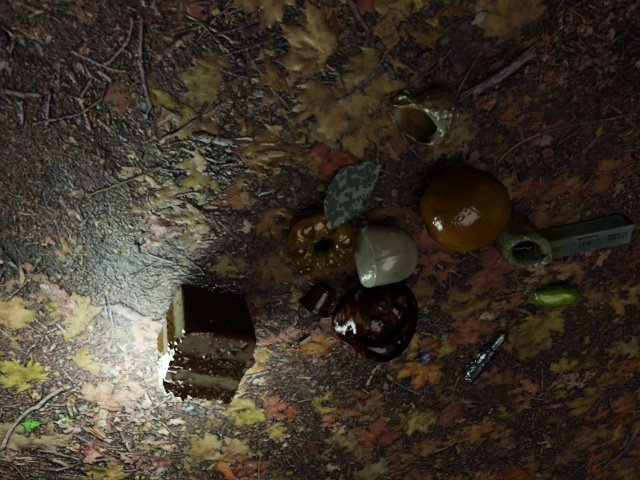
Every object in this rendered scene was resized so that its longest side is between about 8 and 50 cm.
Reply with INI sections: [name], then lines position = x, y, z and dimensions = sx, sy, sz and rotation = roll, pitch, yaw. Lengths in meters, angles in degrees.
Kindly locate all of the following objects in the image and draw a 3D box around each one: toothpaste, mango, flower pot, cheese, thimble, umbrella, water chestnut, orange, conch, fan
[toothpaste]
position = 0.878, -0.013, 1.872
dimensions = 0.312, 0.071, 0.089
rotation = -12, 128, -2
[mango]
position = 0.843, 0.193, 2.000
dimensions = 0.165, 0.074, 0.091
rotation = 2, 130, 4
[flower pot]
position = -0.001, 0.188, 1.843
dimensions = 0.111, 0.111, 0.089
rotation = 26, 103, -24
[cheese]
position = 0.207, 0.041, 1.731
dimensions = 0.188, 0.154, 0.198
rotation = -6, 99, -13
[thimble]
position = 0.647, 0.004, 1.795
dimensions = 0.190, 0.144, 0.138
rotation = 15, 119, -18
[umbrella]
position = 0.627, 0.443, 2.138
dimensions = 0.070, 0.071, 0.248
rotation = 20, 114, -21
[water chestnut]
position = 0.181, 0.248, 1.833
dimensions = 0.289, 0.244, 0.289
rotation = -14, 116, -32
[orange]
position = 0.428, -0.091, 1.639
dimensions = 0.264, 0.264, 0.264
rotation = -4, 124, -7
[conch]
position = 0.282, -0.341, 1.516
dimensions = 0.207, 0.130, 0.156
rotation = 9, 91, 4
[fan]
position = 0.089, -0.142, 1.629
dimensions = 0.131, 0.009, 0.240
rotation = 39, 81, -9

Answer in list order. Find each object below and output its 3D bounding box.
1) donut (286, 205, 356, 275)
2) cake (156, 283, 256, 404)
[donut]
position = 0.002, 0.001, 1.706
dimensions = 0.226, 0.114, 0.227
rotation = -4, 123, -6
[cake]
position = -0.362, 0.322, 1.770
dimensions = 0.255, 0.282, 0.290
rotation = 17, 115, -27
